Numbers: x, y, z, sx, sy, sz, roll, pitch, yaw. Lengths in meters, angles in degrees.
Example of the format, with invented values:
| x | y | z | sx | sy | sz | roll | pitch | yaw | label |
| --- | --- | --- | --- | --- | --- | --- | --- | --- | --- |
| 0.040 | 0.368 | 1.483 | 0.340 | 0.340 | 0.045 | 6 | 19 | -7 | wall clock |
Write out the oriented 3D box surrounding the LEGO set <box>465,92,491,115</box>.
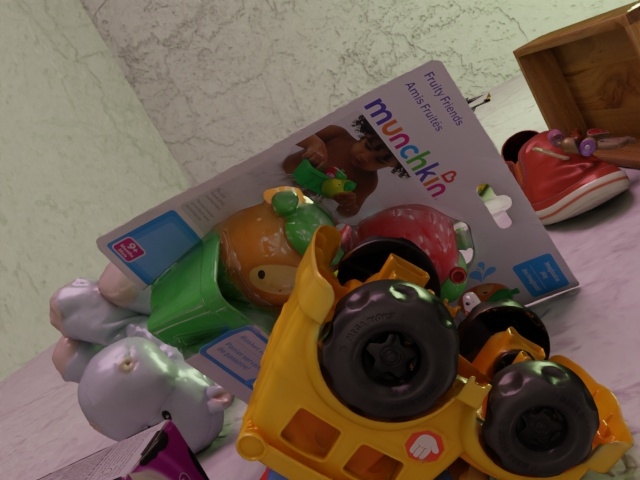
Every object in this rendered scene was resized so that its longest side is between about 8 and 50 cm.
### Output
| x | y | z | sx | sy | sz | roll | pitch | yaw | label |
| --- | --- | --- | --- | --- | --- | --- | --- | --- | --- |
| 0.236 | -0.206 | 1.537 | 0.255 | 0.192 | 0.331 | -25 | 10 | 28 | LEGO set |

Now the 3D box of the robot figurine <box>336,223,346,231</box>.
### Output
| x | y | z | sx | sy | sz | roll | pitch | yaw | label |
| --- | --- | --- | --- | --- | --- | --- | --- | --- | --- |
| 0.000 | -0.046 | 1.247 | 0.300 | 0.200 | 0.353 | 14 | -41 | -33 | robot figurine |

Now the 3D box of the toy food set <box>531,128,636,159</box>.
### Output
| x | y | z | sx | sy | sz | roll | pitch | yaw | label |
| --- | --- | --- | --- | --- | --- | --- | --- | --- | --- |
| 0.332 | -0.129 | 0.921 | 0.122 | 0.019 | 0.078 | -17 | 28 | -29 | toy food set |

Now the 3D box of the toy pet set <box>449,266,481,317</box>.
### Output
| x | y | z | sx | sy | sz | roll | pitch | yaw | label |
| --- | --- | --- | --- | --- | --- | --- | --- | --- | --- |
| 0.090 | 0.100 | 0.600 | 0.122 | 0.114 | 0.065 | -28 | 4 | 10 | toy pet set |

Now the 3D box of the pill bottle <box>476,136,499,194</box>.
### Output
| x | y | z | sx | sy | sz | roll | pitch | yaw | label |
| --- | --- | --- | --- | --- | --- | --- | --- | --- | --- |
| 0.236 | -0.116 | 1.293 | 0.117 | 0.117 | 0.208 | -23 | 11 | 38 | pill bottle |

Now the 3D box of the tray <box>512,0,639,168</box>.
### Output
| x | y | z | sx | sy | sz | roll | pitch | yaw | label |
| --- | --- | --- | --- | --- | --- | --- | --- | --- | --- |
| 0.403 | -0.210 | 1.015 | 0.076 | 0.203 | 0.411 | -28 | 9 | 3 | tray |

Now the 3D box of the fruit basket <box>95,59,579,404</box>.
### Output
| x | y | z | sx | sy | sz | roll | pitch | yaw | label |
| --- | --- | --- | --- | --- | --- | --- | --- | --- | --- |
| 0.026 | 0.035 | 0.682 | 0.353 | 0.327 | 0.165 | -21 | 45 | 25 | fruit basket |

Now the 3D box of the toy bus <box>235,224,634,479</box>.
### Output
| x | y | z | sx | sy | sz | roll | pitch | yaw | label |
| --- | --- | --- | --- | --- | --- | --- | --- | --- | --- |
| 0.052 | 0.125 | 0.480 | 0.211 | 0.220 | 0.149 | -62 | 4 | 12 | toy bus |

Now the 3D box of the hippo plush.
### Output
| x | y | z | sx | sy | sz | roll | pitch | yaw | label |
| --- | --- | --- | --- | --- | --- | --- | --- | --- | --- |
| -0.215 | 0.185 | 0.919 | 0.234 | 0.294 | 0.236 | -46 | 31 | 19 | hippo plush |

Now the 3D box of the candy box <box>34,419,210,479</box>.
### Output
| x | y | z | sx | sy | sz | roll | pitch | yaw | label |
| --- | --- | --- | --- | --- | --- | --- | --- | --- | --- |
| -0.164 | 0.241 | 0.486 | 0.233 | 0.159 | 0.071 | -28 | 8 | 18 | candy box |

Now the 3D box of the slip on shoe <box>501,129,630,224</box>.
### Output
| x | y | z | sx | sy | sz | roll | pitch | yaw | label |
| --- | --- | --- | --- | --- | --- | --- | --- | --- | --- |
| 0.317 | -0.096 | 0.998 | 0.123 | 0.101 | 0.331 | -27 | 11 | 7 | slip on shoe |
